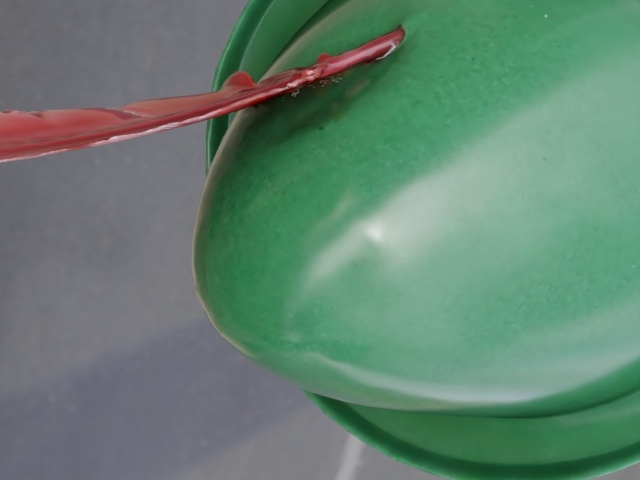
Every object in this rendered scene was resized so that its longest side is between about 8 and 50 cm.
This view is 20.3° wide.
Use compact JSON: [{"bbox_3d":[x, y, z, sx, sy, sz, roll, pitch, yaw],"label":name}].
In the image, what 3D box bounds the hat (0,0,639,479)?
[{"bbox_3d":[0.000,0.000,0.415,0.183,0.208,0.173,-20,88,-62],"label":"hat"}]
